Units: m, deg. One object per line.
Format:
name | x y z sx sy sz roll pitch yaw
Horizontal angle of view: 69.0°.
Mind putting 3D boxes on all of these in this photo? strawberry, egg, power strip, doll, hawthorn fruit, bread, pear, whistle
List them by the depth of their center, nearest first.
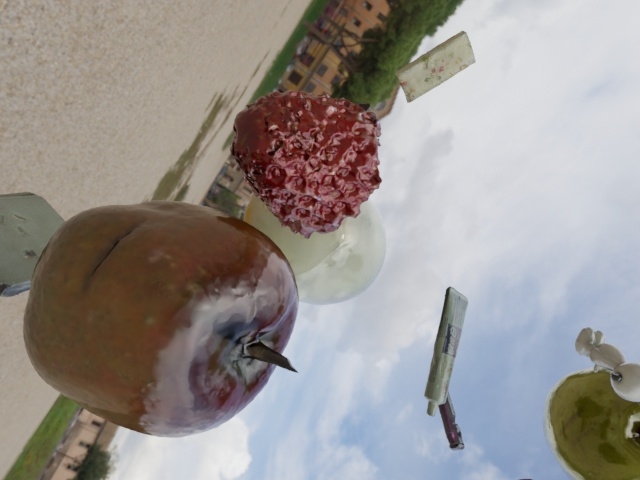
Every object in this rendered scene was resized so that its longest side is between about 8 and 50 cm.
doll | 0.242 0.103 0.366 0.085 0.058 0.040 -56 169 -79
hawthorn fruit | -0.148 0.083 0.530 0.267 0.300 0.268 13 90 -69
strawberry | -0.034 -0.128 0.671 0.233 0.178 0.234 -8 -104 33
power strip | -0.505 0.012 0.774 0.064 0.213 0.198 -53 167 21
pear | 0.551 0.365 0.876 0.253 0.252 0.307 -63 153 -19
bread | 0.222 -0.333 0.898 0.153 0.068 0.028 -29 -146 10
whistle | 0.266 0.356 0.986 0.033 0.033 0.176 -49 -151 31
egg | 0.000 0.000 1.000 0.283 0.345 0.283 -15 -118 29

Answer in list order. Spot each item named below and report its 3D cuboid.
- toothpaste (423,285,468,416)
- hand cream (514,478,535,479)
toothpaste | 0.227 0.202 0.848 0.038 0.060 0.233 -14 -127 59
hand cream | 0.275 0.421 0.607 0.193 0.125 0.193 -18 -119 36
